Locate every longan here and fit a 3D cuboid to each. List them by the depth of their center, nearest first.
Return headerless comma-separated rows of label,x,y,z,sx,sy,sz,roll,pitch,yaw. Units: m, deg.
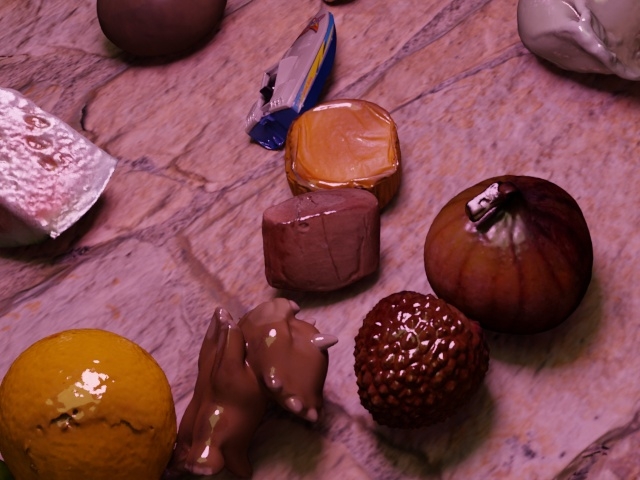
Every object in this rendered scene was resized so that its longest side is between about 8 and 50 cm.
longan,-0.284,-0.447,1.923,0.246,0.215,0.246,-4,10,1

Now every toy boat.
toy boat,-0.038,-0.298,1.799,0.129,0.088,0.295,-25,35,48

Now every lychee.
lychee,0.124,0.160,1.353,0.188,0.188,0.188,-6,50,7

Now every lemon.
lemon,-0.305,0.226,1.352,0.228,0.228,0.253,-32,44,-14

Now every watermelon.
watermelon,-0.534,-0.141,1.685,0.387,0.258,0.228,13,52,27

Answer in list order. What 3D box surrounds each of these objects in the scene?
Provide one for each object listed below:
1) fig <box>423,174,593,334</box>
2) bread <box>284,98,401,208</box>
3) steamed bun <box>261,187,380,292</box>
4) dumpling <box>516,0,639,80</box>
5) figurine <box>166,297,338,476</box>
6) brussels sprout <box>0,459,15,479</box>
fig,0.261,0.013,1.426,0.235,0.214,0.235,16,31,-10
bread,0.036,-0.121,1.648,0.199,0.104,0.199,-3,53,4
steamed bun,0.000,0.000,1.529,0.175,0.144,0.106,-10,30,-12
dumpling,0.454,-0.385,1.706,0.270,0.212,0.320,12,65,18
figurine,-0.076,0.201,1.372,0.173,0.177,0.247,18,74,-18
brussels sprout,-0.466,0.366,1.326,0.223,0.161,0.223,8,54,-11
